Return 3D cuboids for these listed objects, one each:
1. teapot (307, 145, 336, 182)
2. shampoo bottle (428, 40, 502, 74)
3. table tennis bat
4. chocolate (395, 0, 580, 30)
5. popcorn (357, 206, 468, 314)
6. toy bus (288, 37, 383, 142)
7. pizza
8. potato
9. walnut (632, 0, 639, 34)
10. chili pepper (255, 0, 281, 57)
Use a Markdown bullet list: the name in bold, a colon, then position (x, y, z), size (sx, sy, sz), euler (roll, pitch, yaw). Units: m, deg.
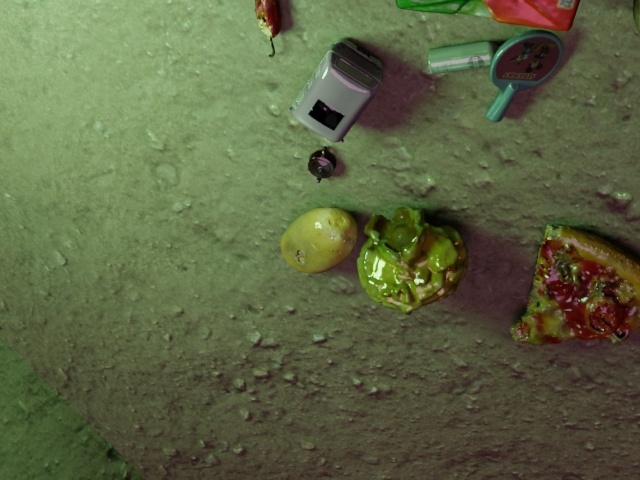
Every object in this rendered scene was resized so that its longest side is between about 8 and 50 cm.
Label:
- **teapot**: position (0.003, -0.182, 2.043), size (0.068, 0.045, 0.100), euler (12, 133, 2)
- **shampoo bottle**: position (0.326, -0.387, 1.775), size (0.195, 0.056, 0.056), euler (-5, 128, 19)
- **table tennis bat**: position (0.412, -0.344, 1.784), size (0.153, 0.040, 0.244), euler (1, 142, -20)
- **chocolate**: position (0.328, -0.586, 1.532), size (0.341, 0.161, 0.360), euler (11, 133, 5)
- **popcorn**: position (0.219, 0.048, 2.074), size (0.270, 0.224, 0.258), euler (27, 115, 2)
- **toy bus**: position (0.032, -0.318, 1.852), size (0.142, 0.142, 0.202), euler (29, 131, -11)
- **pizza**: position (0.648, 0.174, 2.130), size (0.440, 0.130, 0.406), euler (32, 128, -13)
- **potato**: position (0.000, 0.000, 2.141), size (0.234, 0.146, 0.150), euler (-33, 72, 48)
- **walnut**: position (0.661, -0.435, 1.596), size (0.140, 0.140, 0.162), euler (-3, 120, 17)
- **chili pepper**: position (-0.114, -0.507, 1.795), size (0.050, 0.059, 0.268), euler (-21, 129, -18)
